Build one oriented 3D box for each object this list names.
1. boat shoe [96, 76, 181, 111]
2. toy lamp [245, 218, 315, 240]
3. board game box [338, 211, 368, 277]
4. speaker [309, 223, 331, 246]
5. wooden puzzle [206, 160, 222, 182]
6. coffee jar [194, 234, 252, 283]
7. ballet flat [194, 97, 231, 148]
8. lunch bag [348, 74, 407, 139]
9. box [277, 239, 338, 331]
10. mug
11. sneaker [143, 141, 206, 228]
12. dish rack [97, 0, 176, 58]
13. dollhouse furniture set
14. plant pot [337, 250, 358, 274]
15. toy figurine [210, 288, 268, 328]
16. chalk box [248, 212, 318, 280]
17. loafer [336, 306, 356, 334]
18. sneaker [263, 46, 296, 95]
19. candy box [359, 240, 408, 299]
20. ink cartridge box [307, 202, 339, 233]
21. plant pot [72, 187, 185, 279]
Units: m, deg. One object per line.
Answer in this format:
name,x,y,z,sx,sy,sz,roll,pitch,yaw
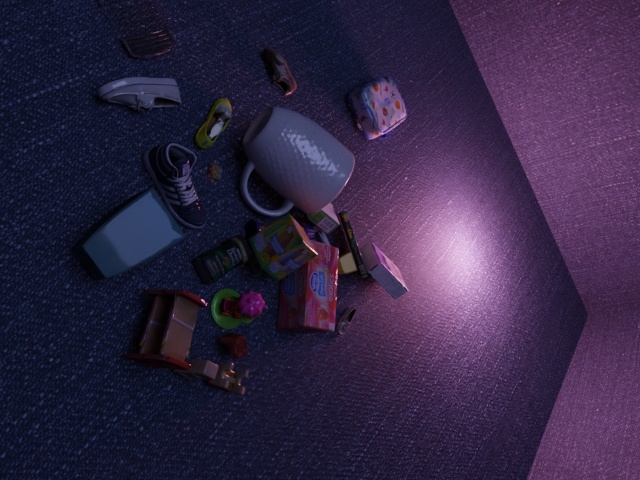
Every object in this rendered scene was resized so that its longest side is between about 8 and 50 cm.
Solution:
boat shoe,-0.531,-0.427,1.693,0.267,0.096,0.088,-21,90,-54
toy lamp,-0.133,-0.030,1.993,0.274,0.080,0.080,1,79,-42
board game box,0.126,0.013,2.210,0.030,0.136,0.260,-19,95,-3
speaker,0.000,0.000,2.130,0.055,0.055,0.136,-35,105,-44
wooden puzzle,-0.349,-0.228,1.878,0.049,0.006,0.083,22,65,-39
coffee jar,-0.304,0.056,1.799,0.184,0.079,0.096,-36,105,-44
ballet flat,-0.338,-0.394,1.880,0.077,0.077,0.231,43,53,-28
lunch bag,0.252,-0.578,2.485,0.303,0.115,0.243,-40,110,-43
box,-0.044,0.164,1.978,0.142,0.154,0.300,18,69,-40
mug,-0.120,-0.255,1.956,0.328,0.276,0.374,37,87,-26
sneaker,-0.408,-0.165,1.699,0.099,0.153,0.282,-45,112,-40
dish rack,-0.561,-0.703,1.742,0.208,0.074,0.271,-39,107,-42
dollhouse furniture set,-0.364,0.303,1.661,0.374,0.152,0.201,44,50,-50
plant pot,0.079,0.094,2.170,0.083,0.081,0.081,-21,95,-32
toy figurine,-0.228,0.212,1.778,0.173,0.159,0.130,22,65,-40
chalk box,-0.144,0.035,1.875,0.132,0.213,0.132,60,7,32
loafer,0.099,0.304,2.161,0.045,0.039,0.125,48,51,-26
sneaker,-0.159,-0.631,2.124,0.188,0.066,0.071,52,50,-21
candy box,0.252,0.119,2.279,0.196,0.070,0.165,44,15,-29
ink cartridge box,-0.005,-0.125,2.122,0.109,0.062,0.209,38,20,-32
plant pot,-0.531,-0.005,1.538,0.234,0.165,0.166,-41,109,-34
